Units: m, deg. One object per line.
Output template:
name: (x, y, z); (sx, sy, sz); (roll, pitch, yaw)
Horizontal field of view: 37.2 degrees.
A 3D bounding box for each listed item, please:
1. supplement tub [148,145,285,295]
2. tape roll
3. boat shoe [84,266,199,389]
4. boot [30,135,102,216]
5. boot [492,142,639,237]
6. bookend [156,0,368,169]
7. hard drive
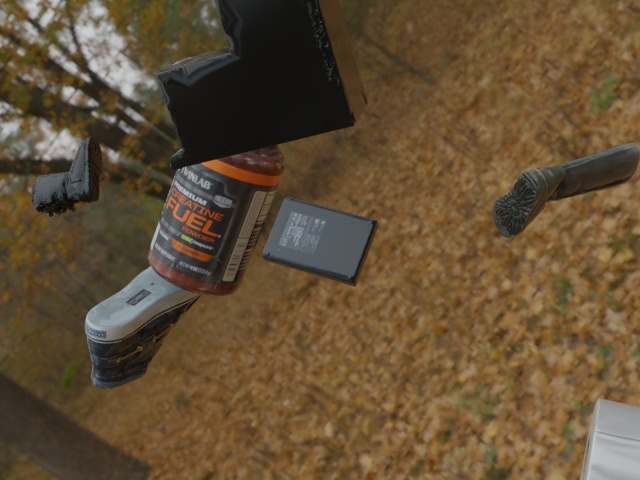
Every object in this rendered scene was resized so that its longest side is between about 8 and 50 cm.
supplement tub: (-0.101, -0.049, 0.979); (0.106, 0.106, 0.198); (-76, 7, -74)
tape roll: (0.485, 0.376, 1.446); (0.246, 0.169, 0.246); (10, -90, -74)
boat shoe: (-0.186, 0.087, 1.033); (0.183, 0.065, 0.083); (-33, -43, -50)
boot: (-0.386, -0.097, 1.445); (0.045, 0.099, 0.121); (52, -150, -60)
boot: (0.410, -0.086, 1.593); (0.208, 0.076, 0.189); (-21, -16, -25)
bookend: (-0.061, -0.153, 0.748); (0.157, 0.156, 0.072); (-13, 18, 16)
hard drive: (0.000, 0.000, 1.281); (0.022, 0.135, 0.094); (64, -135, -64)
